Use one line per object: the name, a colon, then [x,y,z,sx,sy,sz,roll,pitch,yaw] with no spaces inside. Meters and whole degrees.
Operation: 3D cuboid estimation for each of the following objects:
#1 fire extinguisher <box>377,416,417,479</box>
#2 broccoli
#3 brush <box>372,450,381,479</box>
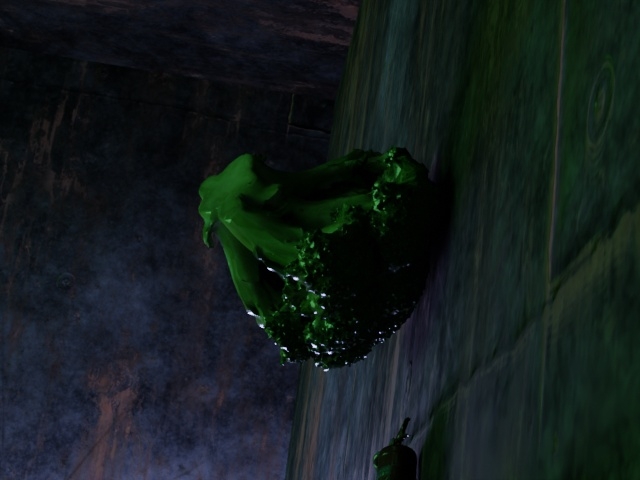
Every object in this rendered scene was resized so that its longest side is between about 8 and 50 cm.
fire extinguisher: [0.069,0.230,1.126,0.056,0.039,0.132,117,164,-47]
broccoli: [0.000,0.000,1.290,0.294,0.245,0.265,6,67,63]
brush: [0.066,0.267,1.253,0.266,0.027,0.062,-78,-3,-79]
